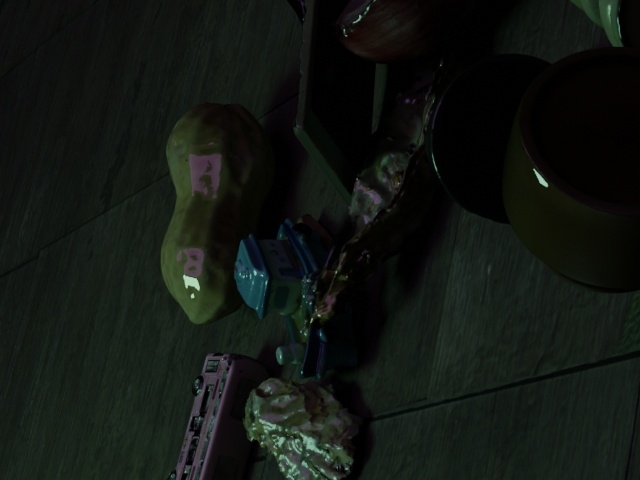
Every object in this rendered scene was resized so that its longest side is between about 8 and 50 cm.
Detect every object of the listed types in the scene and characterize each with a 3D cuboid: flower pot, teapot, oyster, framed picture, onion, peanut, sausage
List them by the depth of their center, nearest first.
[{"bbox_3d":[0.246,-0.028,1.586,0.267,0.186,0.175,56,161,31],"label":"teapot"},{"bbox_3d":[0.168,-0.095,1.827,0.107,0.157,0.157,-162,94,-79],"label":"flower pot"},{"bbox_3d":[-0.025,0.201,2.055,0.133,0.072,0.209,-62,26,19],"label":"oyster"},{"bbox_3d":[0.072,-0.054,2.062,0.129,0.079,0.345,-6,56,59],"label":"oyster"},{"bbox_3d":[0.135,-0.298,2.063,0.283,0.120,0.227,-50,12,22],"label":"onion"},{"bbox_3d":[0.019,-0.192,2.154,0.019,0.209,0.281,-6,63,19],"label":"framed picture"},{"bbox_3d":[0.000,0.000,2.227,0.026,0.026,0.116,-63,25,10],"label":"sausage"},{"bbox_3d":[-0.128,-0.038,2.395,0.149,0.149,0.313,-35,40,50],"label":"peanut"}]

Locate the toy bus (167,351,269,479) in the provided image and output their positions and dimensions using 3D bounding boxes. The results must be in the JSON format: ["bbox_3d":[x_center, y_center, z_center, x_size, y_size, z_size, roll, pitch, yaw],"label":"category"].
[{"bbox_3d":[-0.118,0.229,2.234,0.090,0.063,0.203,-8,65,59],"label":"toy bus"}]

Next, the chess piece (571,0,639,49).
[{"bbox_3d":[0.281,-0.231,1.730,0.133,0.133,0.243,-63,20,11],"label":"chess piece"}]

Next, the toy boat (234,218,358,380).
[{"bbox_3d":[-0.029,0.071,2.117,0.238,0.098,0.109,-114,32,-51],"label":"toy boat"}]

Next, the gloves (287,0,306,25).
[{"bbox_3d":[0.017,-0.368,2.385,0.197,0.152,0.301,100,161,-57],"label":"gloves"}]
